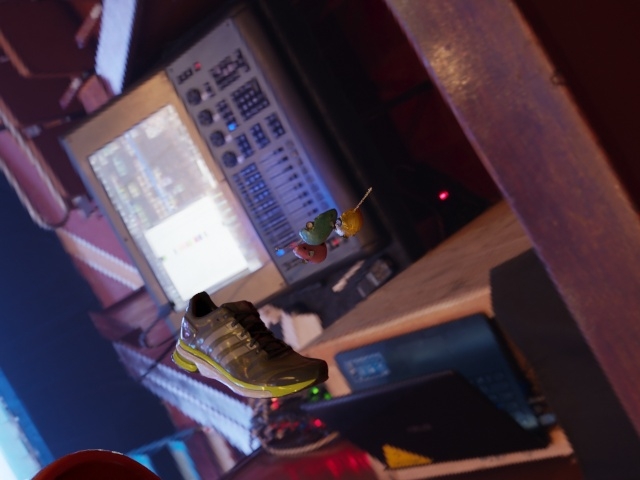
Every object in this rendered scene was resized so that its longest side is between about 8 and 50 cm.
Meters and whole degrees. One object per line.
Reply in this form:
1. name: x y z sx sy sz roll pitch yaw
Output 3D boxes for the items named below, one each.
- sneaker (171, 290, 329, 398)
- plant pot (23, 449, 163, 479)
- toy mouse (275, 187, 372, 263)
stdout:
1. sneaker: -0.114 0.158 1.421 0.300 0.111 0.121 11 104 36
2. plant pot: -0.217 0.312 0.636 0.243 0.275 0.275 -26 94 16
3. toy mouse: 0.000 0.000 1.360 0.031 0.143 0.161 55 143 19
